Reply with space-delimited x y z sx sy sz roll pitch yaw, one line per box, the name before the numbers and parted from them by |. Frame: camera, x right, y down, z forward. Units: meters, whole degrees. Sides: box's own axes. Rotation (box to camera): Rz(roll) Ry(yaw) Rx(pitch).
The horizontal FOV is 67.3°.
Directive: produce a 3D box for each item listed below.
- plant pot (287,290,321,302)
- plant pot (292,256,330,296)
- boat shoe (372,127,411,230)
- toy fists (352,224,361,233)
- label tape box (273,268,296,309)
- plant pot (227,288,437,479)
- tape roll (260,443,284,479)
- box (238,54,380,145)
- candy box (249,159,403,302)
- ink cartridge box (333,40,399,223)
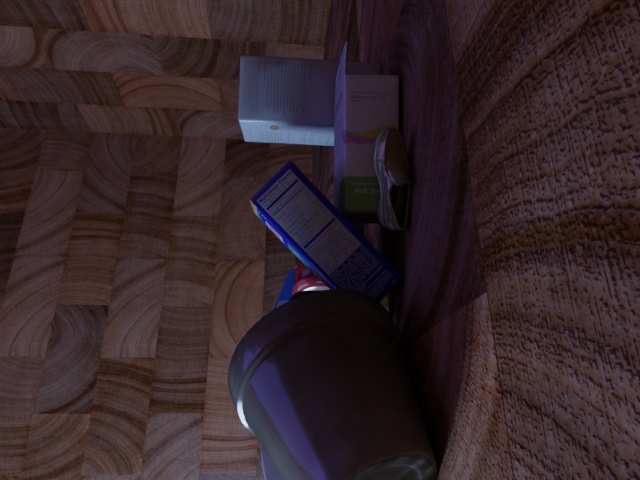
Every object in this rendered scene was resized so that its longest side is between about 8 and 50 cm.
plant pot | -0.011 0.212 1.002 0.187 0.188 0.167 39 180 38
plant pot | 0.023 0.097 1.275 0.191 0.191 0.174 97 180 -47
boat shoe | 0.142 -0.111 0.881 0.072 0.068 0.190 -150 51 -71
toy fists | 0.067 0.052 1.470 0.279 0.096 0.142 100 162 -51
label tape box | -0.011 0.281 1.578 0.334 0.105 0.241 48 -129 -38
plant pot | 0.038 0.288 0.780 0.280 0.323 0.323 -126 34 -52
tape roll | 0.003 0.518 1.040 0.392 0.072 0.392 58 -168 -19
box | -0.032 -0.357 1.267 0.215 0.345 0.168 158 114 -84
candy box | 0.000 0.000 1.031 0.122 0.317 0.268 -44 2 -4
ink cartridge box | 0.096 -0.223 1.052 0.207 0.119 0.354 134 136 -84
